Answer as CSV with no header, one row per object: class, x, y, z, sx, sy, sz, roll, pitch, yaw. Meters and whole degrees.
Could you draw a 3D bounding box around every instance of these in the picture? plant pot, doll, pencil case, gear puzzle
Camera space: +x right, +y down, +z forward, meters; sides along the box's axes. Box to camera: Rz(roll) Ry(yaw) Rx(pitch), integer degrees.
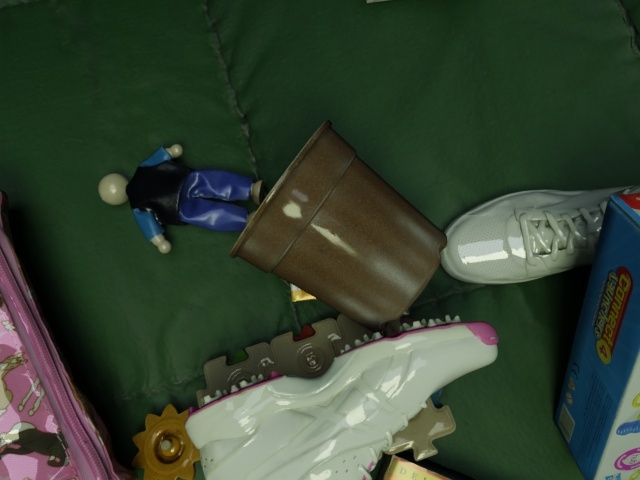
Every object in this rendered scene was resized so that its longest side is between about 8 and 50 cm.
plant pot,0.025,-0.005,0.541,0.165,0.167,0.167,36,83,-3
doll,-0.165,-0.047,0.625,0.189,0.046,0.129,9,81,1
pencil case,-0.329,0.132,0.544,0.160,0.167,0.386,-24,83,-25
gear puzzle,-0.038,0.191,0.583,0.339,0.044,0.175,-20,63,-2

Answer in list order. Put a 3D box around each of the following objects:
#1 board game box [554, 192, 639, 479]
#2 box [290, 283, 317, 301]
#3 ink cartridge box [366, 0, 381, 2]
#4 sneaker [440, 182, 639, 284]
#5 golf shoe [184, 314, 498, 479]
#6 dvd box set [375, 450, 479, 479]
board game box,0.399,0.087,0.493,0.302,0.086,0.308,-9,126,-1
box,0.000,0.000,0.629,0.081,0.028,0.136,-6,80,-1
ink cartridge box,0.111,-0.404,0.657,0.140,0.082,0.190,-7,84,-1
sneaker,0.278,-0.019,0.561,0.293,0.169,0.108,-11,84,0
golf shoe,0.031,0.169,0.507,0.306,0.115,0.140,-22,71,6
dvd box set,0.137,0.468,0.545,0.308,0.062,0.420,21,83,3
